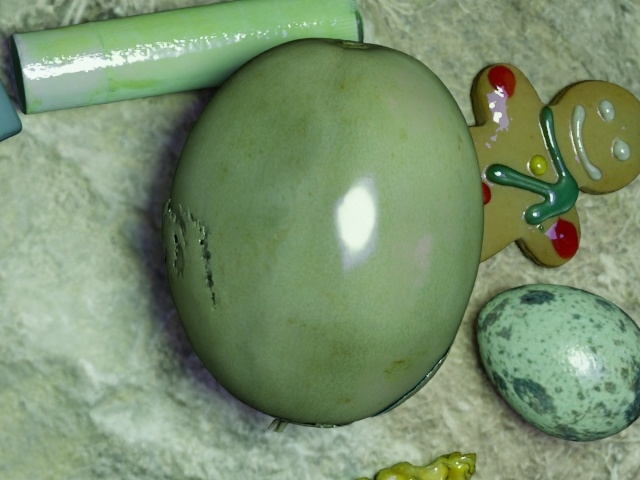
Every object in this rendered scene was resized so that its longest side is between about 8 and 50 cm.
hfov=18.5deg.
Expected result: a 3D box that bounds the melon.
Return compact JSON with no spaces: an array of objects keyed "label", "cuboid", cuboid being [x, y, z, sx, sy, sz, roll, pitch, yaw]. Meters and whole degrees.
[{"label":"melon","cuboid":[0.000,0.000,1.621,0.269,0.268,0.330,5,102,-19]}]

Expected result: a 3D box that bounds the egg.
[{"label":"egg","cuboid":[0.218,0.106,1.768,0.172,0.132,0.132,32,80,-4]}]

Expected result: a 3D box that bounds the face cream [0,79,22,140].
[{"label":"face cream","cuboid":[-0.359,-0.247,1.598,0.136,0.086,0.385,-28,94,-20]}]

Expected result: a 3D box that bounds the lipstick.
[{"label":"lipstick","cuboid":[-0.112,-0.164,1.686,0.304,0.076,0.076,-11,93,-18]}]

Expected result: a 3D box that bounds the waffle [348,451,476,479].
[{"label":"waffle","cuboid":[0.078,0.331,1.761,0.291,0.051,0.291,1,87,-18]}]

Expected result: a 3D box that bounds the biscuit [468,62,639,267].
[{"label":"biscuit","cuboid":[0.175,-0.062,1.799,0.302,0.049,0.196,-21,99,-19]}]
